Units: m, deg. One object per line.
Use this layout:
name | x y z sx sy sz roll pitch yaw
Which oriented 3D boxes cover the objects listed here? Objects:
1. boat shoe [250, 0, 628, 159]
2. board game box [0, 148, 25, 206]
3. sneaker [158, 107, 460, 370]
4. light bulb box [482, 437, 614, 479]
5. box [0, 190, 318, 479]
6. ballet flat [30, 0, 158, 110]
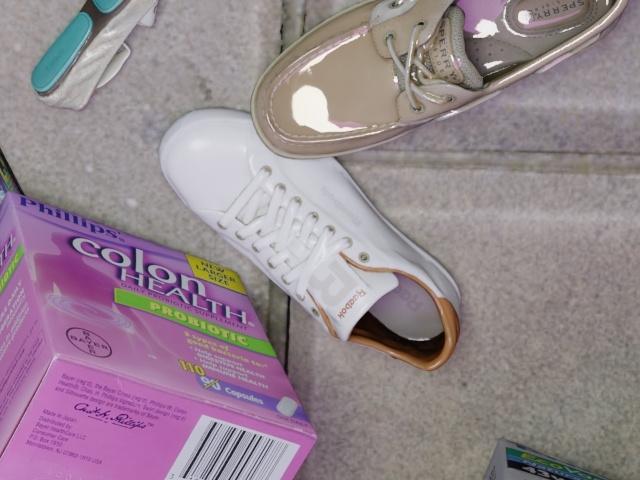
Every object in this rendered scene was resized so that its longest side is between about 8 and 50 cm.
boat shoe | 0.088 -0.144 1.285 0.302 0.098 0.109 -20 96 1
board game box | -0.332 -0.040 1.339 0.170 0.048 0.141 -23 113 5
sneaker | 0.000 0.000 1.339 0.290 0.123 0.106 33 108 -14
light bulb box | 0.183 0.375 1.314 0.225 0.361 0.358 21 94 4
box | -0.148 0.097 1.277 0.213 0.243 0.117 21 110 -28
ballet flat | -0.159 -0.169 1.305 0.052 0.057 0.168 25 115 -42
